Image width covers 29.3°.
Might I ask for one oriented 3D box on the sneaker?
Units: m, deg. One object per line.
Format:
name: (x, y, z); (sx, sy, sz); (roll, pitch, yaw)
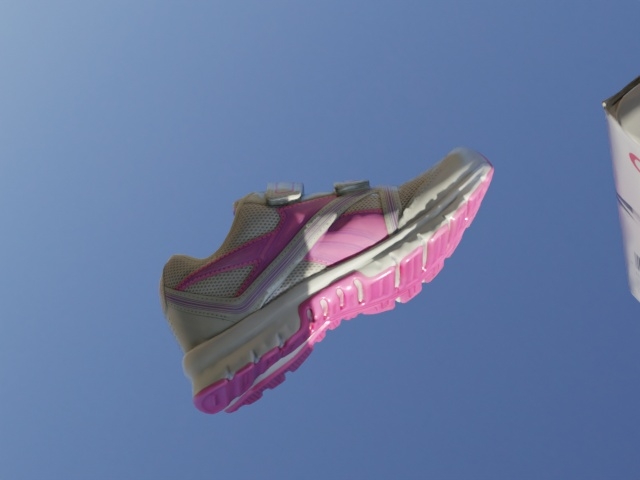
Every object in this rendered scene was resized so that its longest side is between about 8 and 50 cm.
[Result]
sneaker: (0.000, 0.000, 0.797); (0.252, 0.111, 0.103); (-32, 162, -16)

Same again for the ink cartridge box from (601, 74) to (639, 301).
ink cartridge box: (0.310, 0.017, 0.790); (0.129, 0.307, 0.223); (-38, -117, -1)
